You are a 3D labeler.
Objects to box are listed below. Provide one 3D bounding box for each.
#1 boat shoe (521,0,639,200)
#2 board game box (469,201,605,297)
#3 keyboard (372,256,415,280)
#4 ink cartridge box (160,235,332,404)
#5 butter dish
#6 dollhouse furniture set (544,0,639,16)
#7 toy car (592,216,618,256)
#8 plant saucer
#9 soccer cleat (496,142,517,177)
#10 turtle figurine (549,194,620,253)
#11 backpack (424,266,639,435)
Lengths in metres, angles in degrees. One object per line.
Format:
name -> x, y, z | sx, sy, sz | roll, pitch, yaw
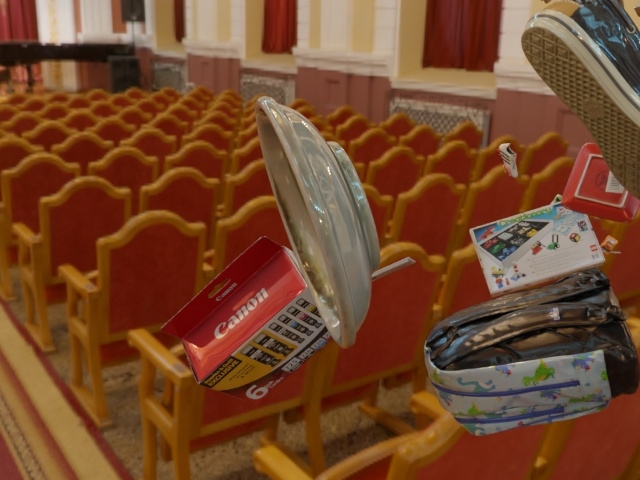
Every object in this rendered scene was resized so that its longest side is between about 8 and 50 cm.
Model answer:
boat shoe -> 0.552, -0.227, 1.232 | 0.156, 0.500, 0.187 | -46, 13, -12
board game box -> 0.577, 0.017, 1.922 | 0.305, 0.193, 0.053 | -17, -21, 8
keyboard -> 0.139, 0.104, 1.976 | 0.256, 0.014, 0.072 | -25, -14, 16
ink cartridge box -> -0.126, 0.174, 1.485 | 0.272, 0.309, 0.130 | 35, 16, -49
butter dish -> 0.634, -0.114, 1.562 | 0.160, 0.160, 0.118 | 19, -6, 34
dollhouse furniture set -> 0.818, -0.631, 1.940 | 0.303, 0.355, 0.174 | -42, 22, -6
toy car -> 0.787, -0.015, 2.015 | 0.060, 0.122, 0.040 | -38, -10, 13
plant saucer -> 0.007, -0.038, 1.098 | 0.100, 0.400, 0.400 | -20, 20, -8
soccer cleat -> 0.429, -0.180, 1.610 | 0.029, 0.083, 0.035 | -31, 8, -41
turtle figurine -> 0.774, -0.043, 2.206 | 0.275, 0.197, 0.266 | 3, 7, 27
backpack -> 0.375, 0.218, 1.342 | 0.355, 0.273, 0.290 | -6, 29, 8
